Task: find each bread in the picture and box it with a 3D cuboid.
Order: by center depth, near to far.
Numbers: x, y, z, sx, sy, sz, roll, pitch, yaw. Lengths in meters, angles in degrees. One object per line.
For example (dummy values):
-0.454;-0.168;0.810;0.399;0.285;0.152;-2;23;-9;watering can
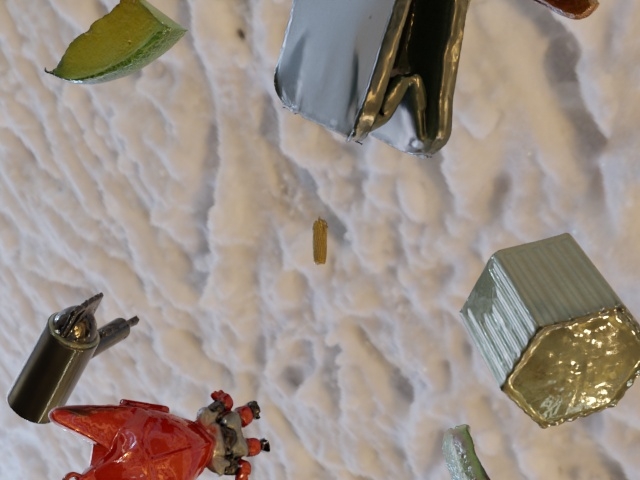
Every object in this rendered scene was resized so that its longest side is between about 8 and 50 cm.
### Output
0.211;0.372;1.087;0.301;0.045;0.301;-18;-90;-87;bread

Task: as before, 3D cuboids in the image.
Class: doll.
-0.114;0.163;0.658;0.057;0.169;0.109;-26;76;57;doll

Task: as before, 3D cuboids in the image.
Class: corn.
0.000;0.000;1.471;0.028;0.027;0.083;-4;80;23;corn

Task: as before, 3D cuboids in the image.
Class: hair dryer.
-0.320;0.131;1.238;0.078;0.248;0.195;37;113;6;hair dryer

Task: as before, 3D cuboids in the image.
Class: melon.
-0.342;-0.310;1.375;0.262;0.053;0.114;-21;101;22;melon

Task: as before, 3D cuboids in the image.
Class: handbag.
0.045;-0.213;0.693;0.247;0.079;0.260;-137;55;-65;handbag

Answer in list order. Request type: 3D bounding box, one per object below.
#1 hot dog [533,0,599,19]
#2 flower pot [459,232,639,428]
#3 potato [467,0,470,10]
0.206;-0.279;0.857;0.165;0.045;0.071;34;153;14;hot dog
0.346;0.132;1.279;0.189;0.209;0.239;-110;39;-55;flower pot
0.163;-0.482;1.529;0.251;0.174;0.159;34;132;-10;potato
